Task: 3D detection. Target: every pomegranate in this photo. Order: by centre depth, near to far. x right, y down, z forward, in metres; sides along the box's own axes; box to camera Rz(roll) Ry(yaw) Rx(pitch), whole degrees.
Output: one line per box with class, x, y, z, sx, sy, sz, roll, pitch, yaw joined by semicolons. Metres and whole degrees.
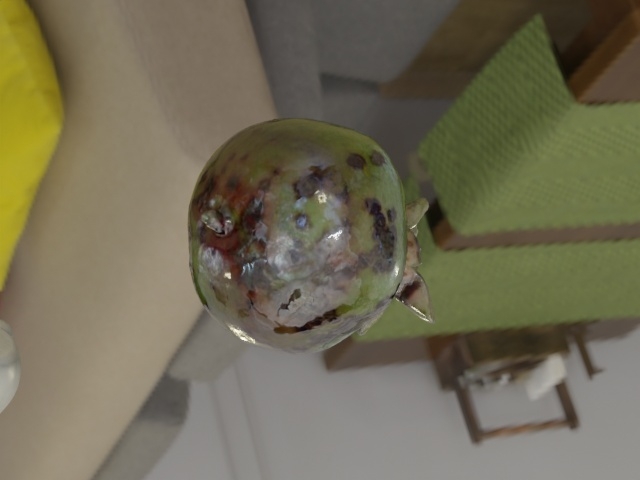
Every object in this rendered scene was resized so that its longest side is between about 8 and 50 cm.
pomegranate;-0.007;0.002;0.779;0.148;0.148;0.169;-22;151;13

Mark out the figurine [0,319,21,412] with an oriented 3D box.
figurine;-0.374;0.187;1.188;0.155;0.127;0.235;-51;166;-77
